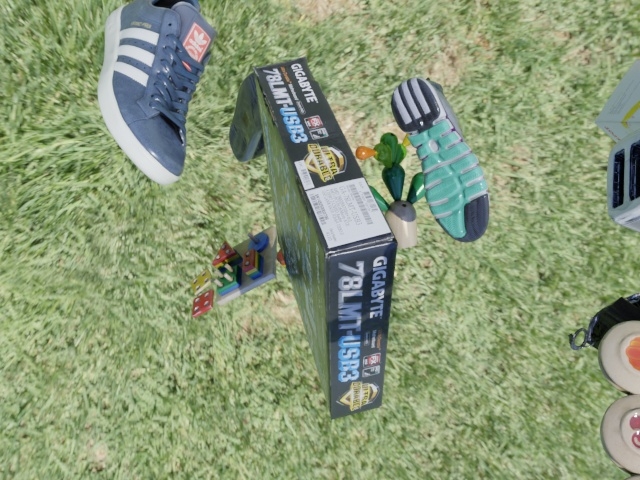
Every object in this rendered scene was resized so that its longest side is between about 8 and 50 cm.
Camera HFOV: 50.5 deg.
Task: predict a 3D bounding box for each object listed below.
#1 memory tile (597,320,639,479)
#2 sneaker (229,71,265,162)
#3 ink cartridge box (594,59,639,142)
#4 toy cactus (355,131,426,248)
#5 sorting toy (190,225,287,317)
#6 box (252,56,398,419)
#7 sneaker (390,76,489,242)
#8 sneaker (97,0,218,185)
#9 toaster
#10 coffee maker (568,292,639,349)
[{"bbox_3d":[0.181,0.108,0.296,0.113,0.012,0.148,6,64,8],"label":"memory tile"},{"bbox_3d":[-0.063,-0.205,1.052,0.118,0.222,0.083,-21,80,-26],"label":"sneaker"},{"bbox_3d":[0.722,-0.257,1.370,0.171,0.233,0.168,34,89,-19],"label":"ink cartridge box"},{"bbox_3d":[0.108,-0.077,1.060,0.219,0.112,0.180,-14,94,-33],"label":"toy cactus"},{"bbox_3d":[-0.155,0.040,1.273,0.275,0.132,0.046,-28,128,22],"label":"sorting toy"},{"bbox_3d":[0.000,0.000,0.762,0.073,0.293,0.295,-12,138,-8],"label":"box"},{"bbox_3d":[0.173,-0.111,0.886,0.083,0.098,0.223,-18,98,33],"label":"sneaker"},{"bbox_3d":[-0.207,-0.234,0.926,0.148,0.350,0.131,-27,145,14],"label":"sneaker"},{"bbox_3d":[0.584,-0.091,1.162,0.147,0.129,0.226,15,71,-13],"label":"toaster"},{"bbox_3d":[0.566,0.197,1.184,0.171,0.178,0.120,-36,129,-7],"label":"coffee maker"}]
